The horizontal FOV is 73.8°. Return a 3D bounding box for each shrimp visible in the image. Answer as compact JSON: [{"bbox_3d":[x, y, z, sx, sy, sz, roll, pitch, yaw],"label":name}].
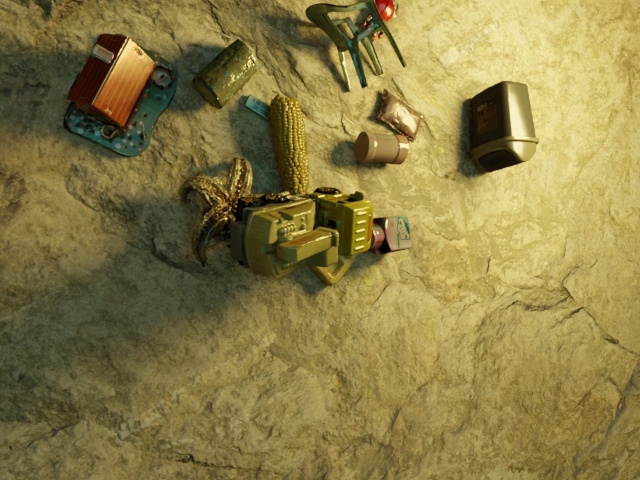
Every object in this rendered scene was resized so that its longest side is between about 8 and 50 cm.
[{"bbox_3d":[-0.249,-0.014,1.238,0.161,0.034,0.091,-13,95,-25],"label":"shrimp"}]

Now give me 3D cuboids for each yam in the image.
[{"bbox_3d":[-0.256,-0.471,1.192,0.107,0.107,0.194,44,74,-18],"label":"yam"}]

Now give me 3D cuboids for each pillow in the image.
[{"bbox_3d":[0.274,-0.428,1.460,0.185,0.043,0.118,24,79,-22],"label":"pillow"}]

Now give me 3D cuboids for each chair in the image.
[{"bbox_3d":[0.101,-0.610,1.300,0.191,0.203,0.274,-31,108,-9],"label":"chair"}]

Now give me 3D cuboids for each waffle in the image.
[{"bbox_3d":[0.000,0.000,1.336,0.274,0.057,0.168,47,74,-18],"label":"waffle"}]

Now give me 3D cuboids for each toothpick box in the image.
[{"bbox_3d":[0.200,-0.302,1.398,0.149,0.098,0.098,0,91,-24],"label":"toothpick box"}]

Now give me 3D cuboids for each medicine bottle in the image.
[{"bbox_3d":[0.204,-0.016,1.378,0.188,0.095,0.119,-7,89,-43],"label":"medicine bottle"}]

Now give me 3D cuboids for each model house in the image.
[{"bbox_3d":[-0.490,-0.378,1.064,0.207,0.154,0.293,25,80,-21],"label":"model house"}]

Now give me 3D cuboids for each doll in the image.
[{"bbox_3d":[0.201,-0.756,1.417,0.104,0.062,0.194,27,88,-4],"label":"doll"}]

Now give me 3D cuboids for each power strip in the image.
[{"bbox_3d":[-0.184,-0.398,1.272,0.090,0.016,0.040,27,80,-22],"label":"power strip"}]

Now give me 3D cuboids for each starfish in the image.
[{"bbox_3d":[-0.230,-0.079,1.180,0.312,0.113,0.303,-24,91,-24],"label":"starfish"}]

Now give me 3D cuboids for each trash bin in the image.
[{"bbox_3d":[0.659,-0.406,1.546,0.183,0.209,0.290,-1,86,-23],"label":"trash bin"}]

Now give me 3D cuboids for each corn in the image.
[{"bbox_3d":[-0.087,-0.290,1.272,0.102,0.101,0.310,-15,100,-23],"label":"corn"}]

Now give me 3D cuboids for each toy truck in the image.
[{"bbox_3d":[-0.029,-0.025,1.110,0.405,0.254,0.180,-15,117,-44],"label":"toy truck"}]
